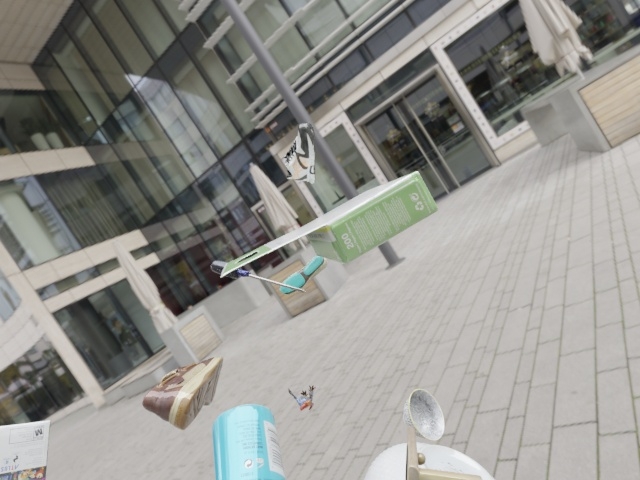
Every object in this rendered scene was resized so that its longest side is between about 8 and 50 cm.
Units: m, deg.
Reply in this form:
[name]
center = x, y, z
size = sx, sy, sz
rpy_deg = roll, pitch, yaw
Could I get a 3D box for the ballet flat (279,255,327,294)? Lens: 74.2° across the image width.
[ballet flat]
center = -0.044, 0.109, 1.252
size = 0.168, 0.057, 0.052
rpy_deg = -38, -32, 1

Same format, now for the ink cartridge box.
[ink cartridge box]
center = 0.000, 0.000, 0.513
size = 0.235, 0.056, 0.171
rpy_deg = -30, 6, -9

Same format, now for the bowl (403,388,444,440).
[bowl]
center = 0.342, 0.613, 1.468
size = 0.080, 0.170, 0.170
rpy_deg = -43, -4, 37

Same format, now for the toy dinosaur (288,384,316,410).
[toy dinosaur]
center = -0.024, 0.321, 0.843
size = 0.047, 0.090, 0.082
rpy_deg = -24, 15, 9

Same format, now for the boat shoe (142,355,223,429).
[boat shoe]
center = -0.329, 0.351, 1.038
size = 0.342, 0.123, 0.123
rpy_deg = -8, -68, -88

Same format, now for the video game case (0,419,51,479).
[video game case]
center = -0.610, 0.437, 0.729
size = 0.232, 0.210, 0.042
rpy_deg = 10, -28, -42

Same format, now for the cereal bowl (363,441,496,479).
[cereal bowl]
center = 0.258, 0.529, 0.860
size = 0.339, 0.339, 0.141
rpy_deg = -49, -23, -82

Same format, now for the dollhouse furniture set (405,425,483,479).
[dollhouse furniture set]
center = 0.151, 0.265, 0.376
size = 0.151, 0.144, 0.123
rpy_deg = 3, -8, 11

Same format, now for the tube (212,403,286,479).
[tube]
center = -0.038, 0.213, 0.282
size = 0.052, 0.080, 0.207
rpy_deg = -47, 35, 16

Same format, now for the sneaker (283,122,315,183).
[sneaker]
center = -0.027, -0.110, 0.555
size = 0.044, 0.040, 0.109
rpy_deg = 1, -29, -2

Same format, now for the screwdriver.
[screwdriver]
center = -0.094, 0.052, 0.630
size = 0.170, 0.025, 0.024
rpy_deg = 7, -11, 26
